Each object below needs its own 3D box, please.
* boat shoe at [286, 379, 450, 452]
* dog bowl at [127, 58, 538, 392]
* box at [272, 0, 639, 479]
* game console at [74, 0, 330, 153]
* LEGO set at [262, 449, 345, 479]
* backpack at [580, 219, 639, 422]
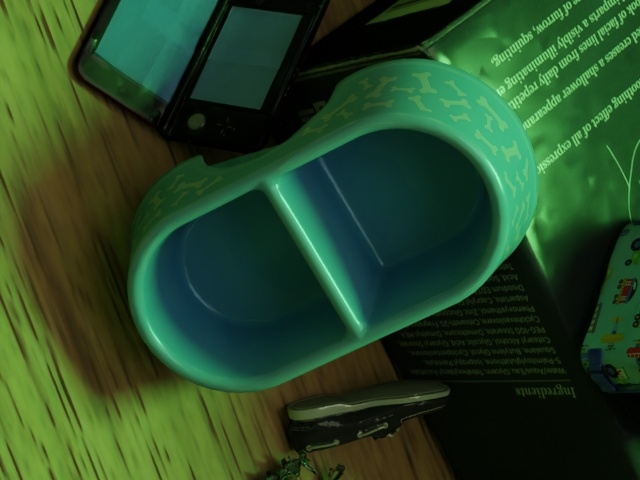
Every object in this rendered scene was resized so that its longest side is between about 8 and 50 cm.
[{"bbox_3d":[0.037,0.131,1.308,0.125,0.046,0.038,-10,101,-16],"label":"boat shoe"},{"bbox_3d":[0.000,0.000,1.160,0.166,0.297,0.074,59,20,-15],"label":"dog bowl"},{"bbox_3d":[0.188,-0.032,1.346,0.293,0.212,0.395,-38,108,-33],"label":"box"},{"bbox_3d":[-0.080,-0.147,1.236,0.085,0.124,0.144,52,56,-53],"label":"game console"},{"bbox_3d":[-0.020,0.177,1.293,0.083,0.023,0.054,28,97,-50],"label":"LEGO set"},{"bbox_3d":[0.281,0.054,1.170,0.117,0.173,0.158,36,68,-29],"label":"backpack"}]
